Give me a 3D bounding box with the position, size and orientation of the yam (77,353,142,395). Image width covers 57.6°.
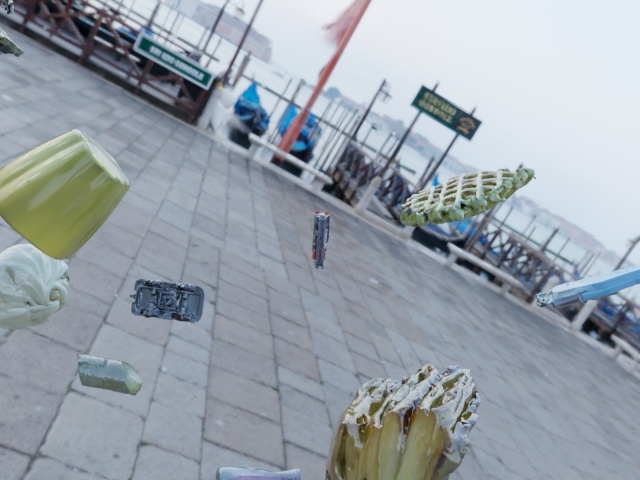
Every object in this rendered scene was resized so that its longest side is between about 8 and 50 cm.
[{"bbox_3d":[-0.455,0.287,1.251,0.146,0.070,0.070,14,16,-12],"label":"yam"}]

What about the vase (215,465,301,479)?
[{"bbox_3d":[-0.157,0.618,1.487,0.214,0.086,0.086,3,21,-17],"label":"vase"}]

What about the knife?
[{"bbox_3d":[0.371,0.041,0.671,0.296,0.026,0.044,-11,-1,-15],"label":"knife"}]

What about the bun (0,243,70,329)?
[{"bbox_3d":[-0.693,0.118,1.400,0.133,0.231,0.231,15,8,18],"label":"bun"}]

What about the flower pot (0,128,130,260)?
[{"bbox_3d":[-0.450,-0.092,1.029,0.195,0.179,0.195,49,-2,2],"label":"flower pot"}]

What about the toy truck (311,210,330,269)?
[{"bbox_3d":[0.000,0.000,0.845,0.024,0.083,0.032,3,24,-6],"label":"toy truck"}]

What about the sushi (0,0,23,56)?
[{"bbox_3d":[-0.433,-0.338,0.684,0.291,0.131,0.139,63,-10,5],"label":"sushi"}]

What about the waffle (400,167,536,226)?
[{"bbox_3d":[0.239,-0.075,0.977,0.208,0.214,0.054,9,-57,65],"label":"waffle"}]

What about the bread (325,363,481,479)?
[{"bbox_3d":[0.105,0.374,0.926,0.191,0.370,0.314,21,9,18],"label":"bread"}]

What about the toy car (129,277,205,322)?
[{"bbox_3d":[-0.392,0.155,1.512,0.191,0.097,0.100,8,-4,0],"label":"toy car"}]
